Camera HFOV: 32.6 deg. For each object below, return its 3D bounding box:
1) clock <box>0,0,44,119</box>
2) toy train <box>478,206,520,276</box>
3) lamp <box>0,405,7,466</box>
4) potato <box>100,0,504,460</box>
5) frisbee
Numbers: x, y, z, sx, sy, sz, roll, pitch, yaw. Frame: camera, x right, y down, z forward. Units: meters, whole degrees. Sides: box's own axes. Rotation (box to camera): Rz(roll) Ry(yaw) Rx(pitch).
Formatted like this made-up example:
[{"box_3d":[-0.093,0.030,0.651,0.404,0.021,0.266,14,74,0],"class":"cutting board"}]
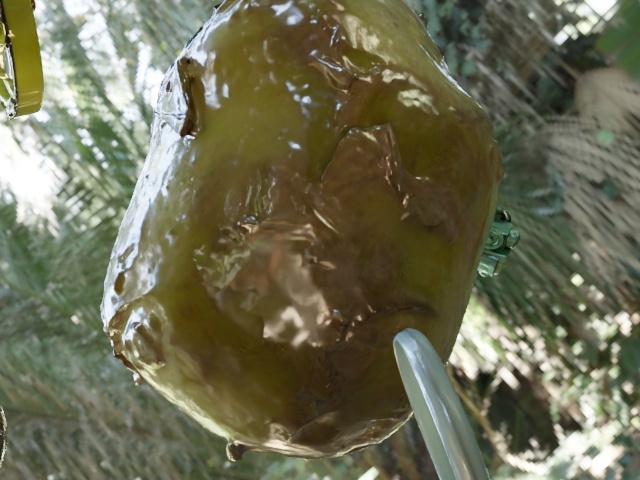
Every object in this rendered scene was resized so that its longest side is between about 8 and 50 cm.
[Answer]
[{"box_3d":[-0.402,-0.302,1.401,0.071,0.293,0.277,-15,-8,-21],"class":"clock"},{"box_3d":[0.185,-0.011,1.519,0.071,0.178,0.104,-53,-22,-50],"class":"toy train"},{"box_3d":[-0.402,0.214,1.133,0.156,0.135,0.157,-46,29,18],"class":"lamp"},{"box_3d":[0.000,0.000,0.680,0.246,0.196,0.299,10,-64,-18],"class":"potato"},{"box_3d":[0.056,0.089,0.462,0.014,0.110,0.110,-21,-17,-2],"class":"frisbee"}]
